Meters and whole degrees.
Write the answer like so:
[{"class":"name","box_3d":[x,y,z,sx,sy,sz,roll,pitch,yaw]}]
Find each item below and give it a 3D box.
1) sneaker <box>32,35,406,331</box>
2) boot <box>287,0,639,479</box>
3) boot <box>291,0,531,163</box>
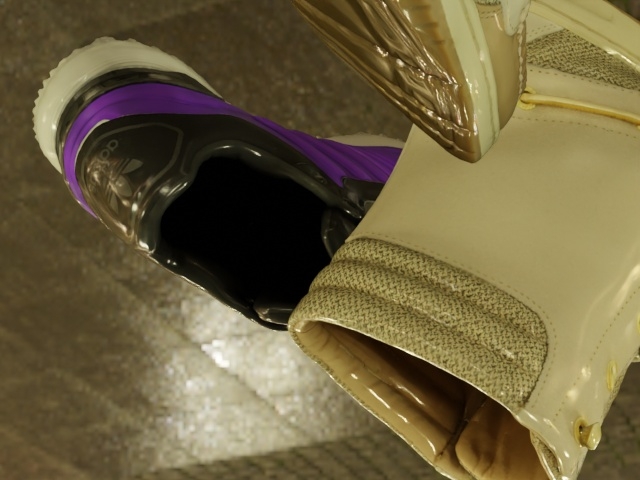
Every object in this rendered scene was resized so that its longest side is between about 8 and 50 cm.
[{"class":"sneaker","box_3d":[-0.001,0.001,0.674,0.293,0.146,0.102,16,111,-37]},{"class":"boot","box_3d":[0.135,0.026,0.516,0.262,0.203,0.095,31,148,-3]},{"class":"boot","box_3d":[0.057,-0.124,0.332,0.165,0.077,0.213,-47,152,-9]}]
